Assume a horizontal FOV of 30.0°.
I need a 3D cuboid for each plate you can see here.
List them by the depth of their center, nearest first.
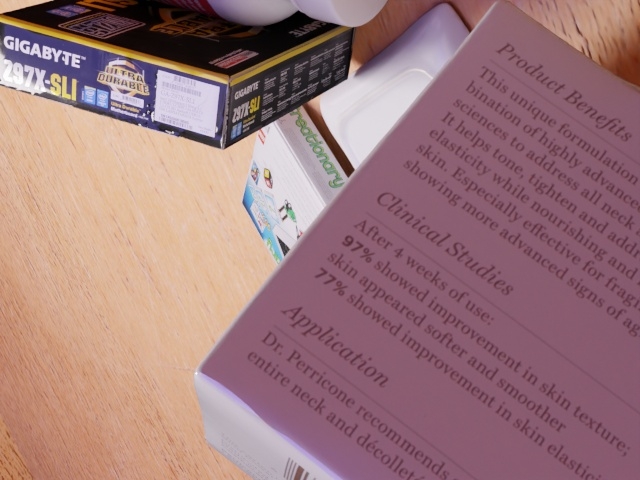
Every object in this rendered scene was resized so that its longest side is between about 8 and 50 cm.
[{"bbox_3d":[0.124,-0.084,1.318,0.278,0.045,0.277,57,146,-2],"label":"plate"}]

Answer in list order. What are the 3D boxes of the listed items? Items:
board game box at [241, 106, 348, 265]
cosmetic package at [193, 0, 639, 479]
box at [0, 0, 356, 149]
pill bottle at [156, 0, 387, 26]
[{"bbox_3d":[0.000,0.000,1.466,0.305,0.053,0.193,59,152,27],"label":"board game box"},{"bbox_3d":[0.144,0.092,1.007,0.329,0.394,0.327,37,164,9],"label":"cosmetic package"},{"bbox_3d":[-0.139,-0.198,1.244,0.257,0.322,0.079,16,114,19],"label":"box"},{"bbox_3d":[-0.123,-0.349,1.213,0.407,0.229,0.229,20,134,24],"label":"pill bottle"}]
